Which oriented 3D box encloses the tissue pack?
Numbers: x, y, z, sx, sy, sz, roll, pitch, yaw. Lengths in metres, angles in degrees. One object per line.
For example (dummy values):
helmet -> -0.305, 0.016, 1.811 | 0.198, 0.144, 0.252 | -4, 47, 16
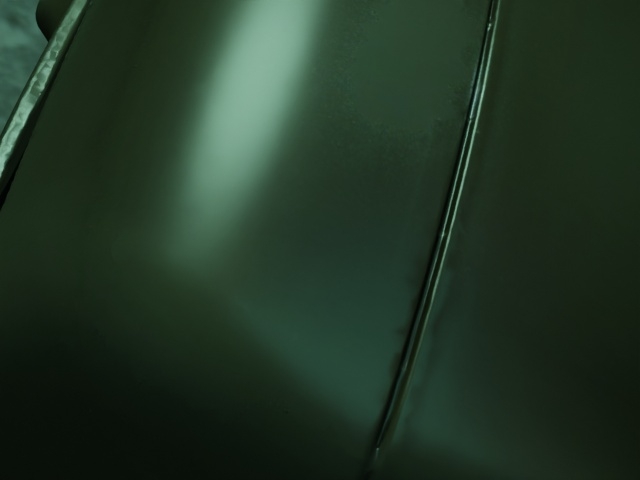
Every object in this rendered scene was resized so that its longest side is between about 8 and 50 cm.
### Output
tissue pack -> 0.000, 0.000, 0.602 | 0.277, 0.267, 0.387 | 27, 47, -15
